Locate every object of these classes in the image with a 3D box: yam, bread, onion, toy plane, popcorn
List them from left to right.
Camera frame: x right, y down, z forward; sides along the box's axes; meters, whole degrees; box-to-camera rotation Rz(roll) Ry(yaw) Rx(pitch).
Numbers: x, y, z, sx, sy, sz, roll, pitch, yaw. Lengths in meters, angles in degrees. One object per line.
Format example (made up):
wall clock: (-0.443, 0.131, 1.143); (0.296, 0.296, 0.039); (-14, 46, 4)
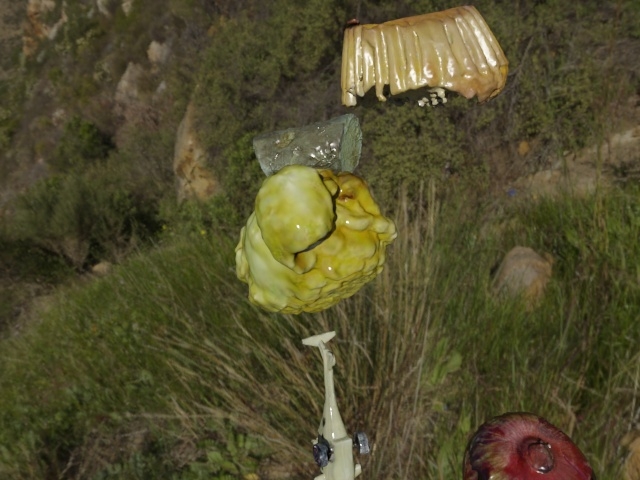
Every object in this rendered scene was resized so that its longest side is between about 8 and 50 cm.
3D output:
yam: (-0.022, -0.149, 0.869); (0.183, 0.107, 0.107); (-5, 34, 19)
popcorn: (0.000, 0.000, 0.729); (0.225, 0.286, 0.174); (-13, 67, -25)
toy plane: (0.018, 0.300, 0.848); (0.092, 0.286, 0.108); (-8, 12, -22)
bread: (0.161, -0.285, 0.814); (0.274, 0.149, 0.274); (-6, 21, 2)
onion: (0.390, 0.447, 0.959); (0.246, 0.190, 0.246); (-3, 46, 3)
